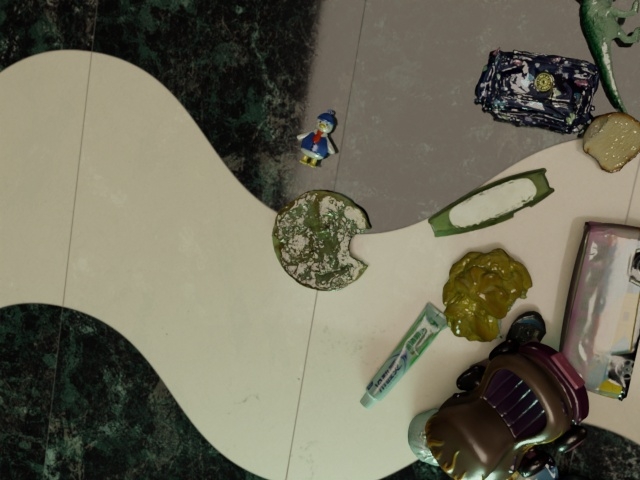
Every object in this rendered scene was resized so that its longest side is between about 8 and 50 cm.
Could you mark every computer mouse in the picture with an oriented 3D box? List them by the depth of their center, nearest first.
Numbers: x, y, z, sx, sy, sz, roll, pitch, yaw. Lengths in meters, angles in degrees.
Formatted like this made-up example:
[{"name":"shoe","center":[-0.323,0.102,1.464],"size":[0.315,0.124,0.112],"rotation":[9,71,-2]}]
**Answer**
[{"name":"computer mouse","center":[0.472,0.218,1.759],"size":[0.079,0.047,0.135],"rotation":[16,111,3]}]

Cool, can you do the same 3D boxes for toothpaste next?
[{"name":"toothpaste","center":[0.196,0.285,1.826],"size":[0.075,0.048,0.297],"rotation":[38,100,4]}]

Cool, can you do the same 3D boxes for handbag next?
[{"name":"handbag","center":[0.475,-0.327,1.659],"size":[0.260,0.113,0.162],"rotation":[12,106,2]}]

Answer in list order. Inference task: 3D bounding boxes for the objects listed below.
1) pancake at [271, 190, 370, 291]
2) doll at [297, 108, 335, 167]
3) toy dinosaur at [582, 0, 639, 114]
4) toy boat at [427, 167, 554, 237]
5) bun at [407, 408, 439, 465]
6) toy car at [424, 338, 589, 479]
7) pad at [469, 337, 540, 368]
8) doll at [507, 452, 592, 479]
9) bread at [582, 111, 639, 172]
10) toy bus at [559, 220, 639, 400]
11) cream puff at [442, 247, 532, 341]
[{"name":"pancake","center":[0.000,0.000,1.834],"size":[0.254,0.037,0.253],"rotation":[1,96,11]},{"name":"doll","center":[-0.004,-0.243,1.796],"size":[0.099,0.057,0.143],"rotation":[25,96,7]},{"name":"toy dinosaur","center":[0.640,-0.432,1.621],"size":[0.129,0.076,0.382],"rotation":[-21,86,45]},{"name":"toy boat","center":[0.386,-0.080,1.735],"size":[0.293,0.055,0.093],"rotation":[-23,89,13]},{"name":"bun","center":[0.277,0.473,1.812],"size":[0.141,0.083,0.140],"rotation":[1,96,9]},{"name":"toy car","center":[0.387,0.381,1.640],"size":[0.271,0.240,0.340],"rotation":[55,127,23]},{"name":"pad","center":[0.451,0.304,1.764],"size":[0.188,0.006,0.113],"rotation":[-33,91,34]},{"name":"doll","center":[0.569,0.610,1.740],"size":[0.314,0.141,0.177],"rotation":[29,103,12]},{"name":"bread","center":[0.638,-0.220,1.658],"size":[0.129,0.044,0.126],"rotation":[32,111,-26]},{"name":"toy bus","center":[0.623,0.148,1.666],"size":[0.162,0.171,0.386],"rotation":[11,99,20]},{"name":"cream puff","center":[0.361,0.121,1.706],"size":[0.195,0.195,0.221],"rotation":[28,98,7]}]
